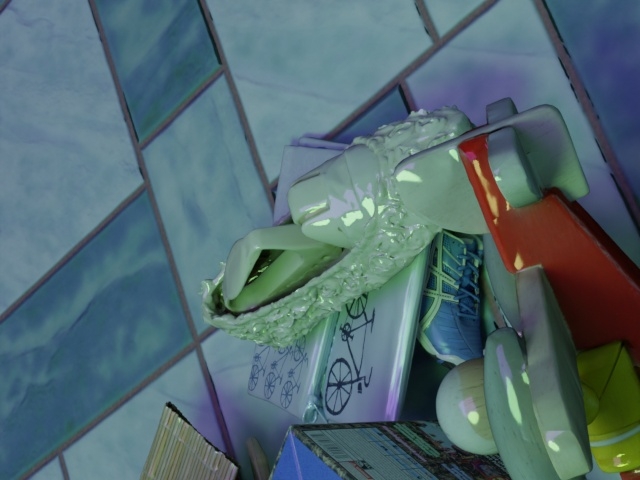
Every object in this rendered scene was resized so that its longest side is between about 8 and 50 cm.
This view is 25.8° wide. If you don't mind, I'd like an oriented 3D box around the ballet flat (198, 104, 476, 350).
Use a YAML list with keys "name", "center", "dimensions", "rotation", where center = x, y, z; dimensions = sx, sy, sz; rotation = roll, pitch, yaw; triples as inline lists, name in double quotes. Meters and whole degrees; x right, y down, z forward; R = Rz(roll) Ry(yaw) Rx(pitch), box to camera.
- name: "ballet flat"
  center: [0.000, 0.000, 1.442]
  dimensions: [0.409, 0.147, 0.147]
  rotation: [-44, 56, 44]

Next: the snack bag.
- name: "snack bag"
  center: [0.019, 0.051, 1.558]
  dimensions: [0.342, 0.037, 0.323]
  rotation: [15, 95, 62]

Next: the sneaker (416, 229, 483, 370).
- name: "sneaker"
  center: [0.132, 0.038, 1.478]
  dimensions: [0.081, 0.080, 0.211]
  rotation: [-34, 64, 41]

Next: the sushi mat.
- name: "sushi mat"
  center: [-0.190, 0.363, 1.633]
  dimensions: [0.151, 0.019, 0.316]
  rotation: [32, 106, 41]

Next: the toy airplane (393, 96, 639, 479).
- name: "toy airplane"
  center: [0.192, 0.072, 1.200]
  dimensions: [0.272, 0.386, 0.384]
  rotation: [-42, 57, 19]

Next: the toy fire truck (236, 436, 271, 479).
- name: "toy fire truck"
  center: [-0.117, 0.326, 1.663]
  dimensions: [0.246, 0.158, 0.217]
  rotation: [-54, 51, 12]

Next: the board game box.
- name: "board game box"
  center: [0.118, 0.287, 1.315]
  dimensions: [0.232, 0.291, 0.141]
  rotation: [36, 112, 42]
